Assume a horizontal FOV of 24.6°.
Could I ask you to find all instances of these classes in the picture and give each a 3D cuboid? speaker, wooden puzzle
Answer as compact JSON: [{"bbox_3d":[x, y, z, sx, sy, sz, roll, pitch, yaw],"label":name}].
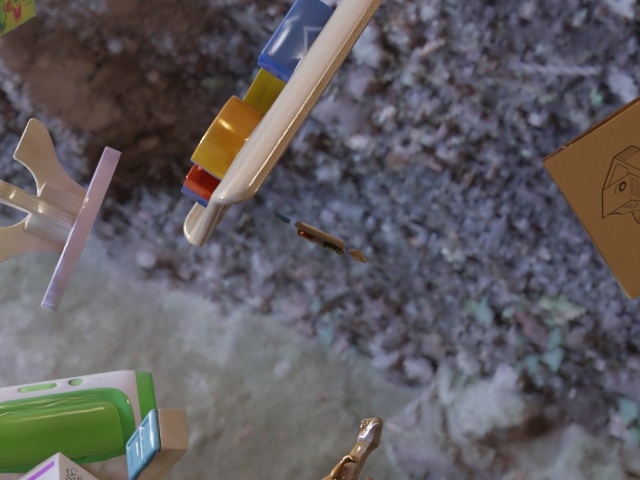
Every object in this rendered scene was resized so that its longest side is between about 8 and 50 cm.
[{"bbox_3d":[-0.392,0.271,2.189,0.296,0.131,0.131,-8,154,-7],"label":"speaker"},{"bbox_3d":[-0.066,-0.160,1.739,0.080,0.322,0.348,35,167,-7],"label":"wooden puzzle"},{"bbox_3d":[0.000,0.000,1.810,0.116,0.014,0.078,24,172,11],"label":"wooden puzzle"}]

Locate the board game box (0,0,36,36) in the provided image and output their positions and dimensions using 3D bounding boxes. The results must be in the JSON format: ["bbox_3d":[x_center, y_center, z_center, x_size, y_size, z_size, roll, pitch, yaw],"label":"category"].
[{"bbox_3d":[-0.332,-0.217,1.372,0.092,0.181,0.043,-3,106,3],"label":"board game box"}]

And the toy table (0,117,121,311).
[{"bbox_3d":[-0.441,-0.044,2.339,0.161,0.274,0.252,23,164,-9],"label":"toy table"}]

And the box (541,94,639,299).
[{"bbox_3d":[0.373,-0.054,1.685,0.201,0.164,0.021,56,-176,-16],"label":"box"}]

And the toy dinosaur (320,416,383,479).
[{"bbox_3d":[-0.012,0.248,1.326,0.064,0.211,0.112,56,173,-23],"label":"toy dinosaur"}]

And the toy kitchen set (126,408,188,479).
[{"bbox_3d":[-0.245,0.314,1.732,0.166,0.207,0.122,4,151,-23],"label":"toy kitchen set"}]

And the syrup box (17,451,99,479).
[{"bbox_3d":[-0.248,0.327,1.404,0.096,0.237,0.093,-35,125,15],"label":"syrup box"}]
